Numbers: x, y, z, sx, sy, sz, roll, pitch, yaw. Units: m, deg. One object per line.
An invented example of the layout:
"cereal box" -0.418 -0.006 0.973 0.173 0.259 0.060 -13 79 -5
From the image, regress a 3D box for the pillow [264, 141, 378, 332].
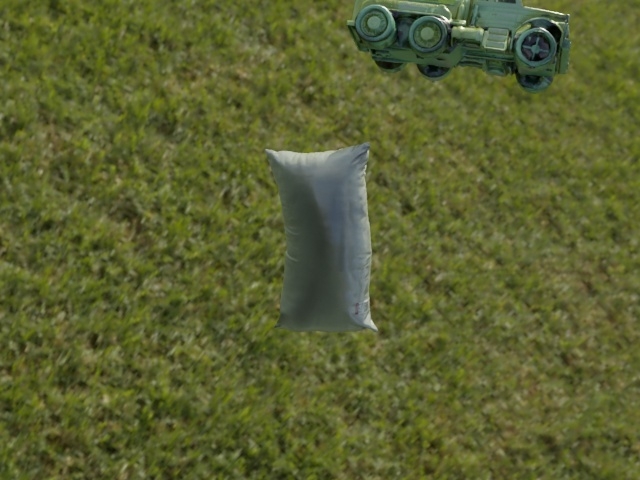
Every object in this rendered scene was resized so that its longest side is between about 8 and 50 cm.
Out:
"pillow" -0.001 -0.001 1.270 0.144 0.253 0.078 4 15 28

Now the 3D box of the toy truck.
"toy truck" 0.172 -0.264 1.177 0.260 0.135 0.128 14 -5 13
